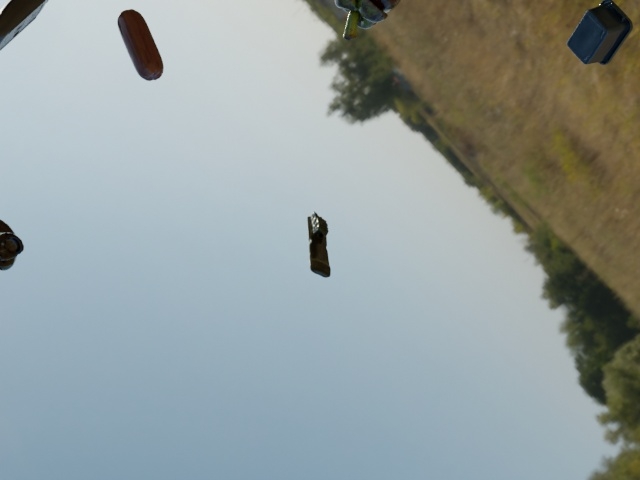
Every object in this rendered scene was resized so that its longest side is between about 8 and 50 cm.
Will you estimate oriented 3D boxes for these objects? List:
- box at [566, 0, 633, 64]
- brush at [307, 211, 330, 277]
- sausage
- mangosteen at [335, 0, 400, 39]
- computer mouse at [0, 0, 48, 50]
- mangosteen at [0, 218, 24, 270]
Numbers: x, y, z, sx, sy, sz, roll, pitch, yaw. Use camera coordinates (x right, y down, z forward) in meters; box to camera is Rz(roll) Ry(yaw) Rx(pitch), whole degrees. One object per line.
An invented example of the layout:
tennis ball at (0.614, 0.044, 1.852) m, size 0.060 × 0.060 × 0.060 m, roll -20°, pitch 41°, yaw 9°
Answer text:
box at (0.463, -0.343, 1.360) m, size 0.054 × 0.099 × 0.074 m, roll -22°, pitch -116°, yaw -27°
brush at (0.000, 0.000, 1.258) m, size 0.034 × 0.027 × 0.190 m, roll 23°, pitch -156°, yaw -12°
sausage at (-0.376, -0.407, 1.701) m, size 0.154 × 0.062 × 0.062 m, roll 66°, pitch -165°, yaw 5°
mangosteen at (0.085, -0.517, 1.681) m, size 0.145 × 0.181 × 0.156 m, roll 48°, pitch -179°, yaw -17°
computer mouse at (-0.711, -0.517, 1.882) m, size 0.057 × 0.120 × 0.232 m, roll 39°, pitch -130°, yaw -16°
mangosteen at (-0.459, 0.033, 0.919) m, size 0.216 × 0.216 × 0.216 m, roll 44°, pitch -167°, yaw -13°
